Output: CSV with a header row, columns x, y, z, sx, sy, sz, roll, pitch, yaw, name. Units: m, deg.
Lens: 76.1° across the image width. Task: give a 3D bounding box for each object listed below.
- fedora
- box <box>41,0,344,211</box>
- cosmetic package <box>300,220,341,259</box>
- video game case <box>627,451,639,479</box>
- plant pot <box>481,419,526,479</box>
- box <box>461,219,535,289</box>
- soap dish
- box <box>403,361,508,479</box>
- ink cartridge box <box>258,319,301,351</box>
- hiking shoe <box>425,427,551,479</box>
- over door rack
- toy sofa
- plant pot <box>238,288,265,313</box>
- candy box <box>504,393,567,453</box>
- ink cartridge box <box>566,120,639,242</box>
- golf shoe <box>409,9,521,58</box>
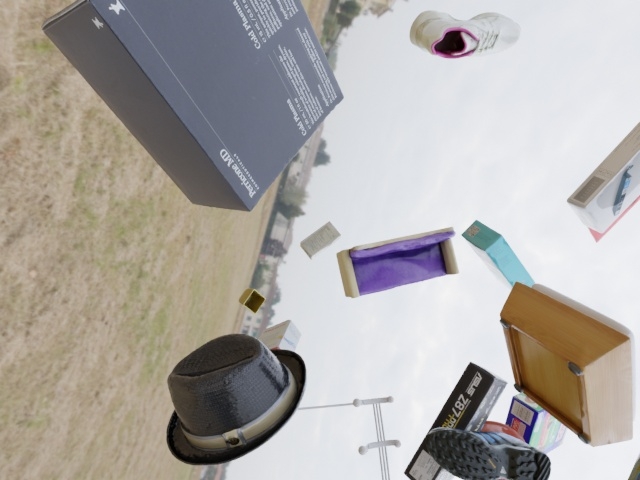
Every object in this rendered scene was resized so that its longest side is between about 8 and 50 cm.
x,y,z,sx,sy,sz,roll,pitch,yaw,name
-0.202,0.301,0.876,0.334,0.334,0.153,-89,158,-65,fedora
-0.167,-0.279,0.664,0.313,0.178,0.343,-56,133,-27,box
0.000,0.000,1.239,0.115,0.060,0.041,-35,167,-14,cosmetic package
0.800,0.571,0.994,0.227,0.026,0.206,-47,147,-20,video game case
0.604,0.805,1.395,0.265,0.272,0.273,2,105,-76,plant pot
0.486,0.051,1.113,0.060,0.244,0.100,-46,-147,6,box
0.483,0.246,0.814,0.229,0.118,0.291,40,-22,59,soap dish
0.447,0.592,1.315,0.395,0.097,0.318,-58,145,-3,box
-0.148,0.348,1.303,0.127,0.072,0.175,-27,-163,26,ink cartridge box
0.408,0.541,1.038,0.132,0.304,0.113,97,7,-83,hiking shoe
0.053,0.530,1.030,0.108,0.324,0.240,111,-25,-66,over door rack
0.243,0.069,1.260,0.177,0.362,0.150,153,-74,-76,toy sofa
-0.301,0.252,1.747,0.083,0.081,0.081,12,-119,50,plant pot
0.890,0.737,1.665,0.122,0.317,0.268,27,-64,52,candy box
0.836,-0.146,1.101,0.296,0.261,0.066,-50,-146,9,ink cartridge box
0.391,-0.519,1.067,0.115,0.306,0.140,95,-13,-47,golf shoe
